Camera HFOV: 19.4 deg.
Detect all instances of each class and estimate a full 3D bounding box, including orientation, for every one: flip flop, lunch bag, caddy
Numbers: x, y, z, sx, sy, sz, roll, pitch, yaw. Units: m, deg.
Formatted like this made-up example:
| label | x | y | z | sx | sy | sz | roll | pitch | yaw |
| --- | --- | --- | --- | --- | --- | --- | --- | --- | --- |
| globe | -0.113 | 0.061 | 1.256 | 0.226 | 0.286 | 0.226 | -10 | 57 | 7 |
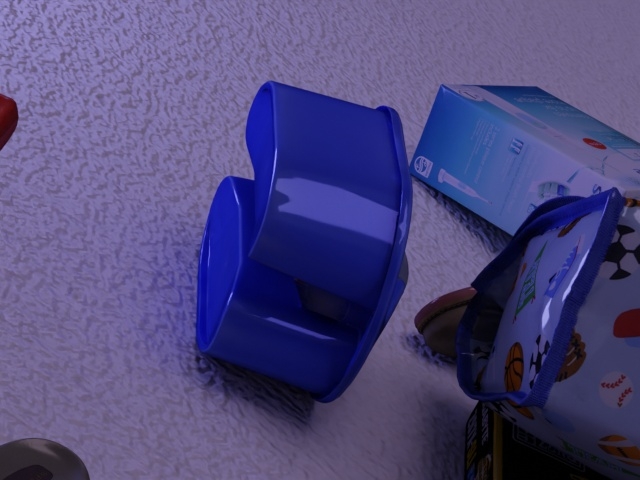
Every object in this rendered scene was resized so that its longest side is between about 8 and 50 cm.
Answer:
| label | x | y | z | sx | sy | sz | roll | pitch | yaw |
| --- | --- | --- | --- | --- | --- | --- | --- | --- | --- |
| flip flop | -0.250 | 0.196 | 1.360 | 0.112 | 0.080 | 0.277 | 37 | 27 | 13 |
| lunch bag | 0.310 | 0.113 | 1.690 | 0.328 | 0.239 | 0.385 | 26 | -10 | -5 |
| caddy | 0.000 | 0.000 | 1.787 | 0.179 | 0.241 | 0.341 | 17 | 29 | -12 |

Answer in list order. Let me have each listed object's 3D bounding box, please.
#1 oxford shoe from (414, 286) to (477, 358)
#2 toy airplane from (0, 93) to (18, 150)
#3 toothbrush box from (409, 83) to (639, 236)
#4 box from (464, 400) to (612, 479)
| label | x | y | z | sx | sy | sz | roll | pitch | yaw |
| --- | --- | --- | --- | --- | --- | --- | --- | --- | --- |
| oxford shoe | 0.267 | 0.124 | 1.979 | 0.348 | 0.123 | 0.130 | 7 | 59 | -18 |
| toy airplane | -0.457 | -0.078 | 1.489 | 0.386 | 0.272 | 0.384 | -24 | 37 | -15 |
| toothbrush box | 0.292 | -0.076 | 2.286 | 0.295 | 0.126 | 0.216 | 35 | 25 | 34 |
| box | 0.289 | 0.281 | 1.769 | 0.322 | 0.079 | 0.257 | 26 | 25 | -7 |
